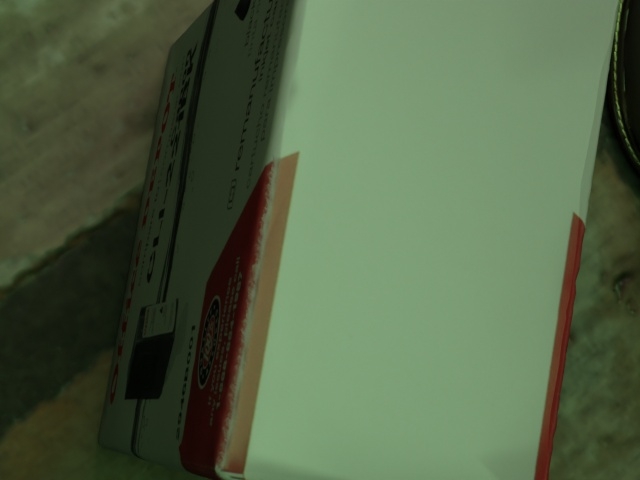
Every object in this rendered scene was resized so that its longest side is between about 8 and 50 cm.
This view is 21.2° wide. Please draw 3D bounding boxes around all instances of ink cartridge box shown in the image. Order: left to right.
[{"bbox_3d":[0.000,0.000,0.674,0.114,0.273,0.197,11,83,-13],"label":"ink cartridge box"}]

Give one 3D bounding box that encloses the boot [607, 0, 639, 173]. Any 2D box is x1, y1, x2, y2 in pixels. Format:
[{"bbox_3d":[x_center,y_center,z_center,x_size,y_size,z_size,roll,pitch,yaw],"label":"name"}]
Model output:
[{"bbox_3d":[0.207,-0.038,0.829,0.082,0.106,0.219,-16,91,-19],"label":"boot"}]
